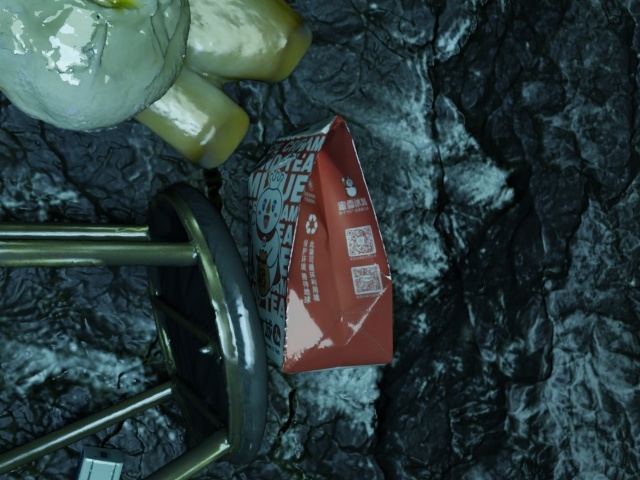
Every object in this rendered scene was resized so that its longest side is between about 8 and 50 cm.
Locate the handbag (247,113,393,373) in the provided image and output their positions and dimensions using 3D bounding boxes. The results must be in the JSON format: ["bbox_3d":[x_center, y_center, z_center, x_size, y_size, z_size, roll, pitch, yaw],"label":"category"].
[{"bbox_3d":[0.000,0.000,0.871,0.151,0.171,0.298,0,95,-21],"label":"handbag"}]

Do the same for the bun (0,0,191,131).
[{"bbox_3d":[-0.229,-0.232,0.692,0.239,0.141,0.239,10,74,-39],"label":"bun"}]

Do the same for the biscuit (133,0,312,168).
[{"bbox_3d":[-0.171,-0.252,0.839,0.290,0.062,0.237,39,80,-19],"label":"biscuit"}]

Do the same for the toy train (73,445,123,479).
[{"bbox_3d":[-0.288,0.367,0.845,0.052,0.051,0.234,15,88,-19],"label":"toy train"}]

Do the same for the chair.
[{"bbox_3d":[-0.287,0.120,0.671,0.410,0.364,0.362,-13,99,-25],"label":"chair"}]
